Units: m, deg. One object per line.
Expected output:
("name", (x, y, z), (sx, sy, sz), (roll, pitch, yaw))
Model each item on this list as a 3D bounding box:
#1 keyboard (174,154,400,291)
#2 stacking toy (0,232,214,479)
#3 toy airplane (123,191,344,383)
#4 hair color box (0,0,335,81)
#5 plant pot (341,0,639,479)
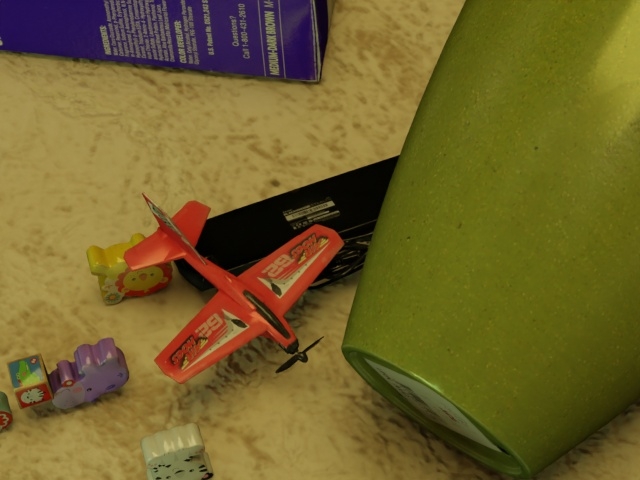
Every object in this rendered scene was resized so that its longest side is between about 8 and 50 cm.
("keyboard", (0.000, 0.000, 1.267), (0.192, 0.038, 0.100), (-19, 34, -10))
("stacking toy", (-0.185, 0.096, 1.192), (0.221, 0.052, 0.167), (-15, 54, -6))
("toy airplane", (-0.063, 0.027, 1.198), (0.151, 0.028, 0.151), (4, 62, -7))
("hair color box", (-0.153, -0.231, 1.380), (0.339, 0.110, 0.185), (5, 55, 8))
("plant pot", (0.151, -0.013, 1.149), (0.275, 0.275, 0.293), (31, 78, 21))
